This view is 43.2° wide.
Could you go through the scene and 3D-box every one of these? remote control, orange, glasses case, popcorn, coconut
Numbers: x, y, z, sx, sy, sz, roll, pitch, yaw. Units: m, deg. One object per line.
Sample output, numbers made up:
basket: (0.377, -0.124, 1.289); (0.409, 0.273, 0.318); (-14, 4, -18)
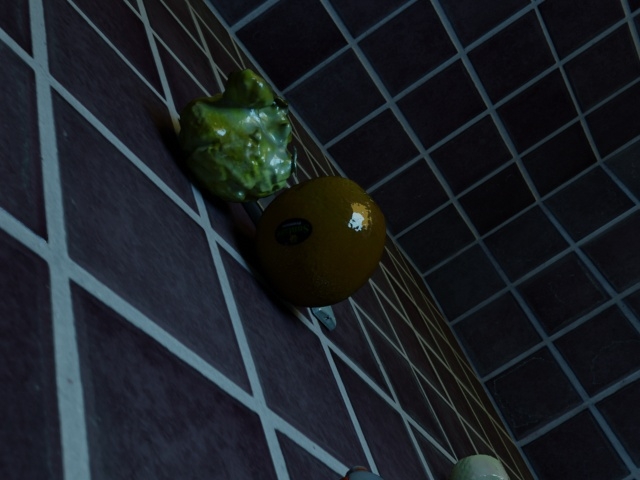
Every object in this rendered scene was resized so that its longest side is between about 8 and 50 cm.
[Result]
remote control: (-0.007, 0.083, 1.406); (0.061, 0.029, 0.162); (46, 14, -38)
orange: (0.000, 0.000, 1.198); (0.206, 0.206, 0.206); (54, 9, -13)
glasses case: (-0.069, -0.012, 1.359); (0.191, 0.042, 0.072); (58, 27, 9)
popcorn: (-0.114, -0.155, 1.183); (0.197, 0.213, 0.198); (17, 27, -9)
coconut: (0.287, 0.449, 1.427); (0.116, 0.116, 0.122); (54, 9, -16)

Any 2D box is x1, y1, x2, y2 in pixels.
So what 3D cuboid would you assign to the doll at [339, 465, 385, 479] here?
doll: (0.072, 0.320, 0.867); (0.245, 0.076, 0.142); (54, 8, -39)
